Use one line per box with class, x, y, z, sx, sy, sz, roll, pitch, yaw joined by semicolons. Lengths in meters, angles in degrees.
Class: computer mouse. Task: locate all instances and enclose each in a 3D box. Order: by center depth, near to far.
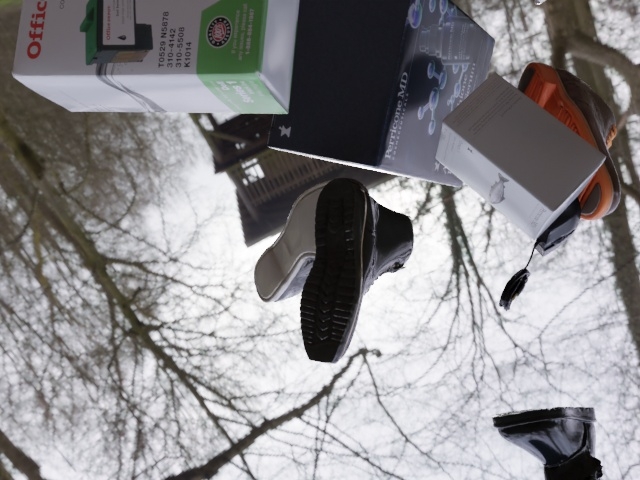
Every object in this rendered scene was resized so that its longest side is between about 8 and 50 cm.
computer mouse;0.310;0.016;0.940;0.041;0.071;0.242;28;-124;21

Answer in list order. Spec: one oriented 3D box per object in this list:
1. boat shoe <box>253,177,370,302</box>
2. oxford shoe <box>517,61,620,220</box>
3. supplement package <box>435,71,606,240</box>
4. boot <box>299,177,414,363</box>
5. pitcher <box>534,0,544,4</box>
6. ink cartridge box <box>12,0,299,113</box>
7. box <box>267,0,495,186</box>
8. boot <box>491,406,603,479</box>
boat shoe;0.000;0.000;1.061;0.096;0.112;0.335;-8;158;-35
oxford shoe;0.429;-0.171;1.097;0.133;0.130;0.363;6;-134;-8
supplement package;0.252;-0.108;0.880;0.105;0.179;0.105;-43;163;-12
boot;0.054;0.043;0.758;0.077;0.137;0.197;3;-101;42
pitcher;0.533;-0.557;1.401;0.207;0.125;0.178;-9;-163;27
ink cartridge box;-0.134;-0.196;0.576;0.220;0.160;0.092;3;173;14
box;0.122;-0.266;1.188;0.212;0.293;0.396;15;-172;30
boot;0.378;0.370;1.073;0.094;0.247;0.207;-23;-116;44
